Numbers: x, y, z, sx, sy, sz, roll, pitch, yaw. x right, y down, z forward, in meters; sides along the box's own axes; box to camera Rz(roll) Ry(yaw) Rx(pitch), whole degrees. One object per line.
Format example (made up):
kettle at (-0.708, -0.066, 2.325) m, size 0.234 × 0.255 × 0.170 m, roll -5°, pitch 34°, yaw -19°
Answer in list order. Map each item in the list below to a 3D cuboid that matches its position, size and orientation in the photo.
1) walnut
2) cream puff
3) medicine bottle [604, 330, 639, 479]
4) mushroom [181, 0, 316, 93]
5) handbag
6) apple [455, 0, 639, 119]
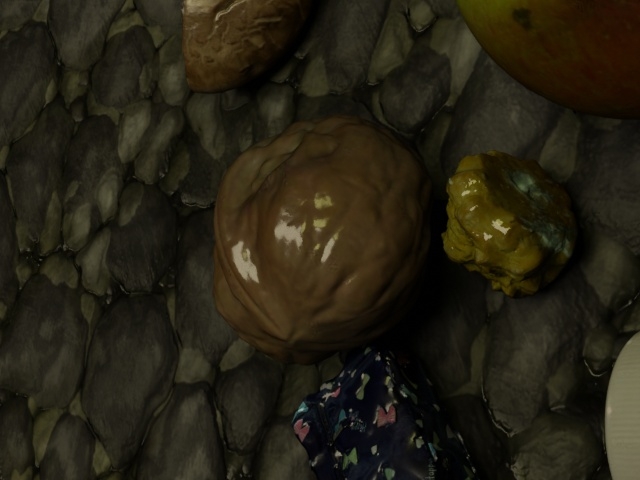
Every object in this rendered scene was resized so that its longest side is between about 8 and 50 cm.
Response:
walnut at (0.002, -0.001, 1.234) m, size 0.273 × 0.227 × 0.273 m, roll -26°, pitch 30°, yaw 17°
cream puff at (0.178, -0.011, 1.155) m, size 0.116 × 0.146 × 0.146 m, roll -59°, pitch 45°, yaw 41°
medicine bottle at (0.398, 0.137, 0.846) m, size 0.340 × 0.208 × 0.208 m, roll -9°, pitch 75°, yaw 44°
mushroom at (-0.076, -0.316, 1.485) m, size 0.151 × 0.156 × 0.285 m, roll 15°, pitch 92°, yaw 17°
handbag at (0.071, 0.234, 1.214) m, size 0.162 × 0.113 × 0.260 m, roll -44°, pitch 52°, yaw 20°
apple at (0.265, -0.276, 0.999) m, size 0.340 × 0.340 × 0.339 m, roll -12°, pitch 73°, yaw 42°
